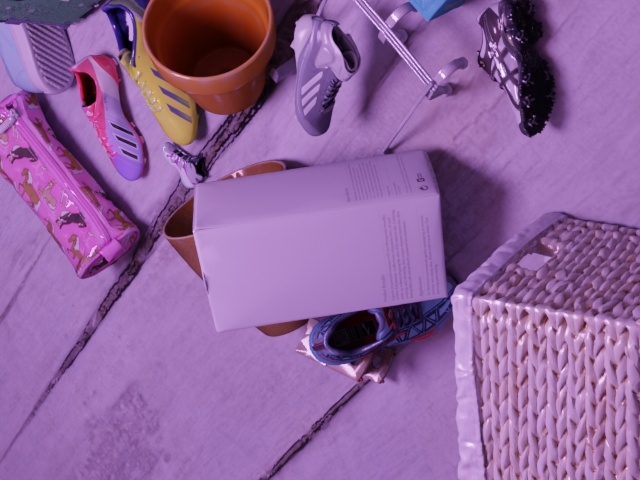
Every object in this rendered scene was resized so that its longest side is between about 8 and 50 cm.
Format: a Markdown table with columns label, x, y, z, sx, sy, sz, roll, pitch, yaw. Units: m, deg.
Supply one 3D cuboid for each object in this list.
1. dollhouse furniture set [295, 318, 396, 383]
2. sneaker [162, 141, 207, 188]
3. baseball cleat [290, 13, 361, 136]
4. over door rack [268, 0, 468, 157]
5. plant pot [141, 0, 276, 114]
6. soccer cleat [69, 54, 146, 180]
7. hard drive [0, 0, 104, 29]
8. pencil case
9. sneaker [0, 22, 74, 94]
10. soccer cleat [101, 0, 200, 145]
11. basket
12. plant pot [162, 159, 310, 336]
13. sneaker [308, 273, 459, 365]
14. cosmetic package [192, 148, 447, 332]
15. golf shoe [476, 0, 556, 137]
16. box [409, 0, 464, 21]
| label | x | y | z | sx | sy | sz | roll | pitch | yaw |
| --- | --- | --- | --- | --- | --- | --- | --- | --- | --- |
| dollhouse furniture set | 0.070 | 0.135 | 1.992 | 0.129 | 0.129 | 0.183 | 24 | 92 | 22 |
| sneaker | -0.240 | -0.149 | 2.132 | 0.069 | 0.038 | 0.098 | -30 | 101 | 41 |
| baseball cleat | 0.009 | -0.235 | 1.748 | 0.109 | 0.072 | 0.205 | 21 | 138 | 31 |
| over door rack | 0.076 | -0.272 | 1.793 | 0.239 | 0.108 | 0.324 | 51 | 146 | 7 |
| plant pot | -0.166 | -0.301 | 1.880 | 0.205 | 0.205 | 0.188 | 38 | 166 | 18 |
| soccer cleat | -0.399 | -0.223 | 2.177 | 0.083 | 0.095 | 0.248 | -1 | 110 | 38 |
| hard drive | -0.435 | -0.470 | 1.985 | 0.339 | 0.237 | 0.064 | -28 | 73 | 41 |
| pencil case | -0.513 | -0.106 | 2.280 | 0.160 | 0.167 | 0.386 | -40 | 85 | 20 |
| sneaker | -0.584 | -0.446 | 2.188 | 0.150 | 0.135 | 0.365 | 2 | 111 | 34 |
| soccer cleat | -0.303 | -0.295 | 2.050 | 0.093 | 0.121 | 0.289 | -10 | 105 | 40 |
| basket | 0.370 | 0.174 | 1.618 | 0.266 | 0.328 | 0.331 | 9 | 116 | 32 |
| plant pot | -0.108 | 0.031 | 2.007 | 0.237 | 0.237 | 0.254 | -9 | 118 | 40 |
| sneaker | 0.110 | 0.129 | 1.855 | 0.104 | 0.262 | 0.125 | 63 | 174 | 3 |
| cosmetic package | 0.000 | 0.000 | 1.791 | 0.366 | 0.155 | 0.197 | -7 | 123 | 0 |
| golf shoe | 0.275 | -0.245 | 1.669 | 0.094 | 0.077 | 0.198 | 1 | 105 | 49 |
| box | 0.222 | -0.412 | 1.603 | 0.060 | 0.100 | 0.244 | 50 | 132 | 6 |
